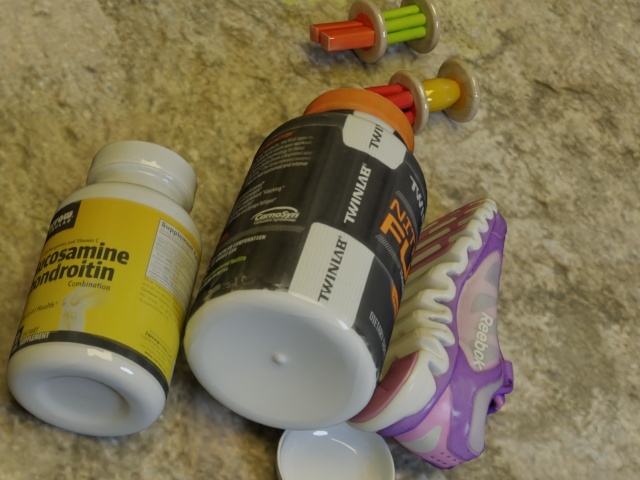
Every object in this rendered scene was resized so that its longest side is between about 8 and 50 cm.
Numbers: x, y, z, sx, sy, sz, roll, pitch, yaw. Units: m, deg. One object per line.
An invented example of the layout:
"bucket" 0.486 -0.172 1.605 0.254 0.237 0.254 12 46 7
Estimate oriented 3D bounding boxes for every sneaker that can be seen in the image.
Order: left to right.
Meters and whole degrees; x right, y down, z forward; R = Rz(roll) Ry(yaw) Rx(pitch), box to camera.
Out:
"sneaker" 0.094 0.069 1.180 0.104 0.095 0.236 42 42 -17

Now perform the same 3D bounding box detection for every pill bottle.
"pill bottle" -0.135 0.028 1.095 0.103 0.103 0.184 19 54 -11
"pill bottle" 0.000 0.000 1.143 0.130 0.130 0.245 25 44 -6

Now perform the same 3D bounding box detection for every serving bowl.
"serving bowl" 0.007 0.155 1.122 0.083 0.027 0.083 10 57 -16

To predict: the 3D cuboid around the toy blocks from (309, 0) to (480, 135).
"toy blocks" 0.035 -0.131 1.299 0.148 0.054 0.123 -16 67 -30
